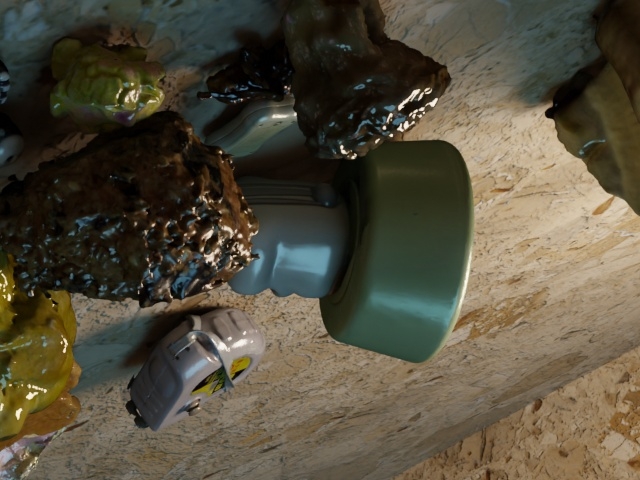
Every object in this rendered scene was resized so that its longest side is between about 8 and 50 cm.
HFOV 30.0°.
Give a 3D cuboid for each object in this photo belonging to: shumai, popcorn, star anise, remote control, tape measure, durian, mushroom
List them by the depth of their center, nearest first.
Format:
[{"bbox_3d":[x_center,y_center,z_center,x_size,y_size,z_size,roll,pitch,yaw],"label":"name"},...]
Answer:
[{"bbox_3d":[-0.207,-0.150,1.159,0.109,0.089,0.097,4,174,1],"label":"popcorn"},{"bbox_3d":[0.026,-0.186,1.219,0.166,0.175,0.206,-31,-168,7],"label":"shumai"},{"bbox_3d":[-0.069,-0.173,1.259,0.191,0.070,0.097,-18,170,-45],"label":"star anise"},{"bbox_3d":[-0.079,-0.130,1.373,0.074,0.032,0.122,-12,166,-44],"label":"remote control"},{"bbox_3d":[0.497,-0.112,1.523,0.224,0.397,0.313,-16,153,-21],"label":"mushroom"},{"bbox_3d":[-0.182,0.188,1.873,0.197,0.120,0.236,-19,155,-38],"label":"tape measure"},{"bbox_3d":[-0.491,0.317,1.927,0.224,0.078,0.140,-42,137,0],"label":"durian"}]

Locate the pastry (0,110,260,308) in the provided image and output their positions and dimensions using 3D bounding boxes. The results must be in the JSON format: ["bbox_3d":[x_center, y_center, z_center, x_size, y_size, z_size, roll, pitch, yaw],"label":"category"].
[{"bbox_3d":[-0.197,-0.037,1.226,0.275,0.192,0.275,1,-169,0],"label":"pastry"}]

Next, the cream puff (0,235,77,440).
[{"bbox_3d":[-0.425,0.066,1.257,0.324,0.291,0.257,-4,123,-10],"label":"cream puff"}]

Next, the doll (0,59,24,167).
[{"bbox_3d":[-0.335,-0.114,1.152,0.091,0.067,0.219,-36,164,-23],"label":"doll"}]

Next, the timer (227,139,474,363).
[{"bbox_3d":[0.000,0.000,1.517,0.315,0.290,0.291,6,149,-13],"label":"timer"}]

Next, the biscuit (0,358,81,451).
[{"bbox_3d":[-0.496,0.227,1.728,0.269,0.051,0.376,-42,147,20],"label":"biscuit"}]
